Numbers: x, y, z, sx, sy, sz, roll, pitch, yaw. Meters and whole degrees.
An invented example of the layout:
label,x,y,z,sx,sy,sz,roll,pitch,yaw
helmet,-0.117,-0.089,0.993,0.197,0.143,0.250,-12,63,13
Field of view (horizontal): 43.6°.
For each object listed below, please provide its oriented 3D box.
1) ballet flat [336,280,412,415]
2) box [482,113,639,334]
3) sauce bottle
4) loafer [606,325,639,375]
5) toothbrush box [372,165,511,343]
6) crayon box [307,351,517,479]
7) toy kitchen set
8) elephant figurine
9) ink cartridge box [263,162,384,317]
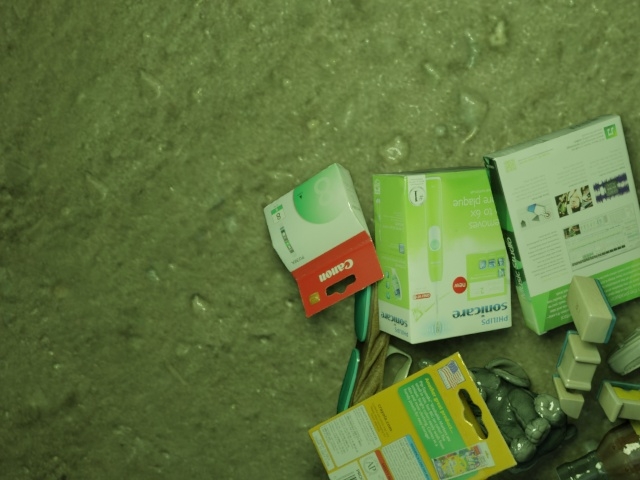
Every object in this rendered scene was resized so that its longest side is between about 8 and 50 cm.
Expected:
label,x,y,z,sx,sy,sz,roll,pitch,yaw
ballet flat,0.113,0.197,1.496,0.124,0.116,0.342,6,100,-10
box,0.427,-0.026,1.361,0.232,0.058,0.322,-19,102,-7
sauce bottle,0.586,0.358,1.416,0.344,0.111,0.111,-30,91,15
loafer,0.651,0.159,1.373,0.319,0.112,0.111,-31,83,13
toothbrush box,0.212,0.018,1.392,0.206,0.122,0.283,-6,99,-23
crayon box,0.160,0.348,1.371,0.323,0.083,0.203,-33,73,24
toy kitchen set,0.485,0.184,1.328,0.166,0.122,0.207,8,119,-1
elephant figurine,0.319,0.285,1.444,0.169,0.186,0.239,-38,52,-17
ink cartridge box,0.000,0.000,1.443,0.181,0.056,0.224,-30,61,28
